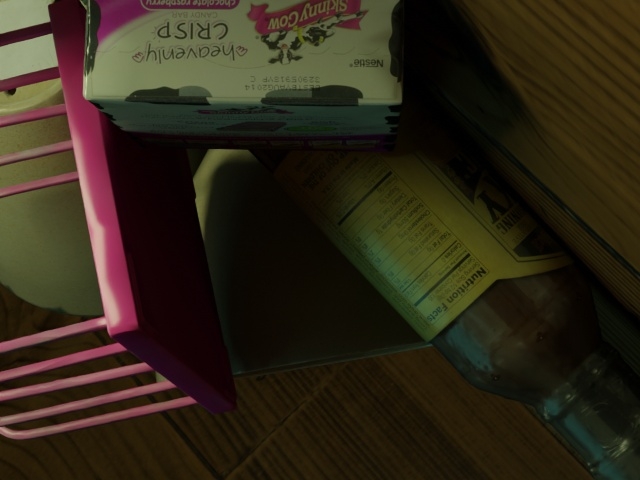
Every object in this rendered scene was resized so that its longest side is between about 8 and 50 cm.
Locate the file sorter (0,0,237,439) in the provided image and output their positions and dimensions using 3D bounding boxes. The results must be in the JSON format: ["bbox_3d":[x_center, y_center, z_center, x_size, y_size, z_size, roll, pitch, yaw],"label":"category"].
[{"bbox_3d":[-0.184,0.009,1.141,0.291,0.182,0.202,60,-162,-74],"label":"file sorter"}]

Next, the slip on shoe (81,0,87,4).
[{"bbox_3d":[-0.091,-0.184,1.184,0.101,0.123,0.331,43,175,-15],"label":"slip on shoe"}]

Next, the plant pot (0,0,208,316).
[{"bbox_3d":[-0.204,-0.103,1.408,0.256,0.256,0.274,46,172,20],"label":"plant pot"}]

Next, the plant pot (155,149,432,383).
[{"bbox_3d":[0.000,0.000,1.384,0.284,0.284,0.191,59,-158,-84],"label":"plant pot"}]

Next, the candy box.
[{"bbox_3d":[-0.034,-0.094,0.976,0.233,0.159,0.071,74,-163,-88],"label":"candy box"}]

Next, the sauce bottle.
[{"bbox_3d":[0.100,0.020,1.172,0.344,0.111,0.111,47,179,2],"label":"sauce bottle"}]
